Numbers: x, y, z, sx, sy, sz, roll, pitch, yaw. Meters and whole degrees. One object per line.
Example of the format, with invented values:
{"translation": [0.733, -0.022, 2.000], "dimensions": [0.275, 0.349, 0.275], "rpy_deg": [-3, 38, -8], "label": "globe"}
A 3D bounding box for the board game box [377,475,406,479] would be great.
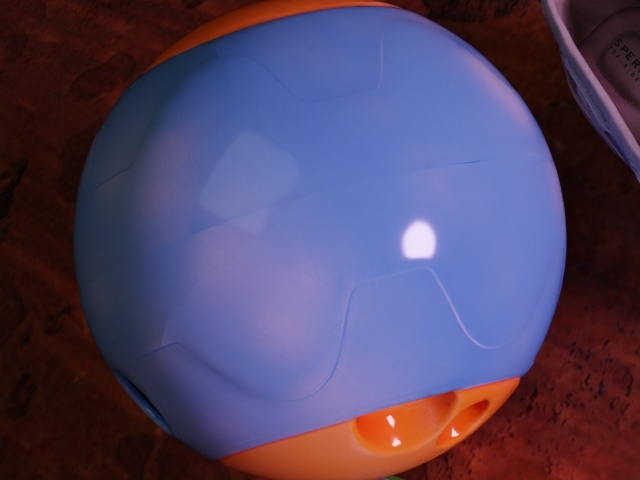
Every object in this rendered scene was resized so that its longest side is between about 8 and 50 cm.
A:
{"translation": [-0.001, 0.224, 0.762], "dimensions": [0.242, 0.316, 0.064], "rpy_deg": [13, 113, 41], "label": "board game box"}

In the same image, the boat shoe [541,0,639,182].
{"translation": [0.234, -0.056, 0.876], "dimensions": [0.118, 0.103, 0.320], "rpy_deg": [-41, 46, 10], "label": "boat shoe"}

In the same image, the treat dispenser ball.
{"translation": [0.000, 0.000, 0.891], "dimensions": [0.288, 0.288, 0.288], "rpy_deg": [-19, 54, 28], "label": "treat dispenser ball"}
